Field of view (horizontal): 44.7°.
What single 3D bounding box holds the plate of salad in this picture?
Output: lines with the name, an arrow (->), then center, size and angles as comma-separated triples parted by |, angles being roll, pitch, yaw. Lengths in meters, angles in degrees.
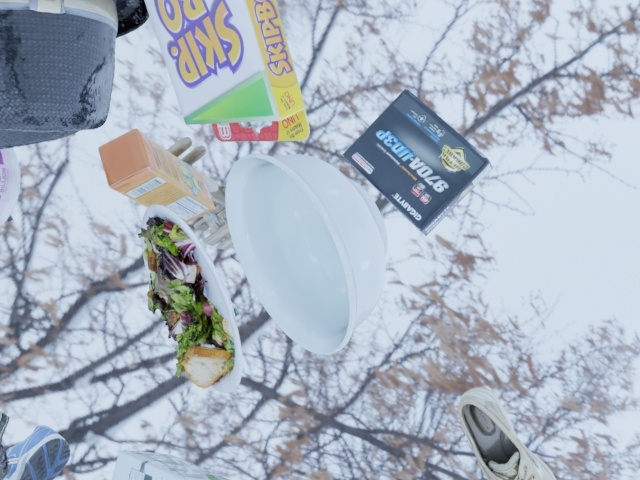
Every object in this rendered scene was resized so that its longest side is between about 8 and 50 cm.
plate of salad -> -0.138, 0.062, 0.764 | 0.048, 0.200, 0.200 | -23, -145, -29

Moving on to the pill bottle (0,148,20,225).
pill bottle -> -0.568, -0.094, 1.032 | 0.169, 0.301, 0.169 | -2, -94, 26

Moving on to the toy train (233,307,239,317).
toy train -> -0.151, 0.118, 1.093 | 0.083, 0.024, 0.017 | -29, -92, 8

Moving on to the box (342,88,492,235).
box -> 0.176, -0.145, 1.428 | 0.175, 0.051, 0.220 | -46, -113, 6

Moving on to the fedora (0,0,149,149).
fedora -> -0.336, -0.182, 0.841 | 0.334, 0.334, 0.153 | -7, -86, 38

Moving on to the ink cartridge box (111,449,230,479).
ink cartridge box -> -0.300, 0.496, 1.572 | 0.208, 0.153, 0.087 | 8, -101, 41

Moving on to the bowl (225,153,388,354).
bowl -> 0.000, 0.000, 1.092 | 0.134, 0.298, 0.298 | -25, -145, -29

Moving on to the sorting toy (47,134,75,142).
sorting toy -> -0.482, -0.215, 1.452 | 0.062, 0.083, 0.012 | 60, -34, 14

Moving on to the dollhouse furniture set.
dollhouse furniture set -> -0.196, -0.111, 1.658 | 0.161, 0.242, 0.212 | -36, -104, 8

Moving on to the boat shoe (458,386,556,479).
boat shoe -> 0.346, 0.415, 1.433 | 0.109, 0.098, 0.302 | -33, -99, 19

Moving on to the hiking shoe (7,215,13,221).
hiking shoe -> -0.594, -0.131, 1.317 | 0.227, 0.086, 0.114 | 58, -25, 7

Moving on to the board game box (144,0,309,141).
board game box -> -0.088, -0.191, 0.570 | 0.124, 0.259, 0.039 | 7, -147, 47

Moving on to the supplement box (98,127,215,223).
supplement box -> -0.261, -0.098, 1.270 | 0.080, 0.233, 0.078 | -25, -109, 9

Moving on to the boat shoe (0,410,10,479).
boat shoe -> -0.400, 0.272, 0.941 | 0.152, 0.049, 0.056 | -62, -159, 17

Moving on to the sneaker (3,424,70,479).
sneaker -> -0.500, 0.396, 1.276 | 0.211, 0.080, 0.081 | -45, -140, -11
